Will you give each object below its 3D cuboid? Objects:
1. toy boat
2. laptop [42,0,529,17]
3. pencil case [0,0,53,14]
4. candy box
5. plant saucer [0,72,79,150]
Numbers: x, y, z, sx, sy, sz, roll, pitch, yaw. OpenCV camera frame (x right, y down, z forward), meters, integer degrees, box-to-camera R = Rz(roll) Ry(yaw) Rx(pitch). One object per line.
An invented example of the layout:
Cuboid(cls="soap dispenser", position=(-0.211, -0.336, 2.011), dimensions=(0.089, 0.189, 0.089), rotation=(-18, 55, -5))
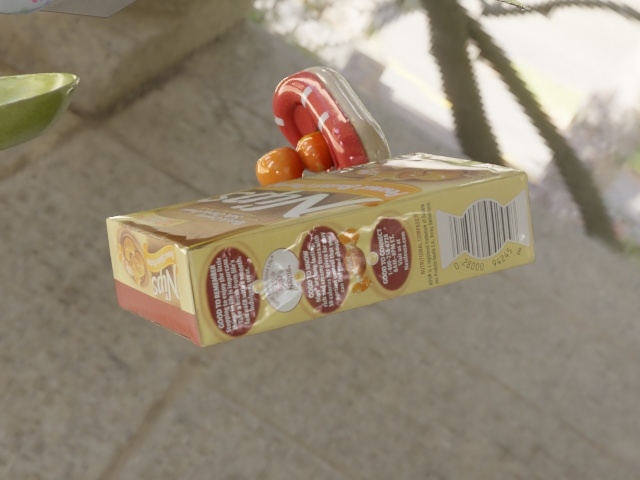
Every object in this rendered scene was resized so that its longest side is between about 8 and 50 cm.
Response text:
Cuboid(cls="toy boat", position=(-0.010, -0.108, 2.024), dimensions=(0.151, 0.151, 0.231), rotation=(-23, 41, -8))
Cuboid(cls="laptop", position=(-0.068, -0.225, 1.512), dimensions=(0.236, 0.408, 0.382), rotation=(63, 17, 4))
Cuboid(cls="pencil case", position=(-0.165, -0.266, 0.955), dimensions=(0.113, 0.273, 0.124), rotation=(36, 34, 11))
Cuboid(cls="candy box", position=(0.000, 0.000, 1.386), dimensions=(0.317, 0.087, 0.183), rotation=(-12, 13, -26))
Cuboid(cls="plant saucer", position=(-0.290, -0.080, 1.179), dimensions=(0.241, 0.037, 0.241), rotation=(-8, 13, 2))
